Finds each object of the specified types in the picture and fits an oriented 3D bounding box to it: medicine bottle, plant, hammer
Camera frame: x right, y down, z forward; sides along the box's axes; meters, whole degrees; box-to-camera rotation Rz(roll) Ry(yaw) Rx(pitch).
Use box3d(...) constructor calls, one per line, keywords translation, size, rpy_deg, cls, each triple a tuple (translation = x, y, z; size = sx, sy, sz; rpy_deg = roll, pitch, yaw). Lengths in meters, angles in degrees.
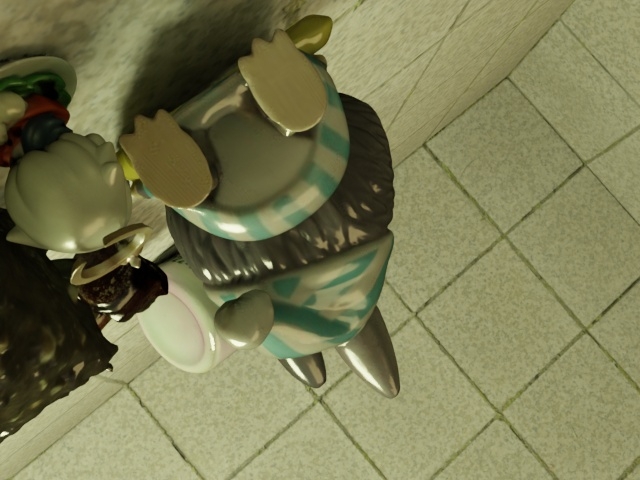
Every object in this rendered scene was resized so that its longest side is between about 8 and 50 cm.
box3d(translation=(-0.159, 0.074, 1.494), size=(0.388, 0.219, 0.219), rpy_deg=(-37, 174, -43), cls="medicine bottle")
box3d(translation=(-0.289, 0.078, 0.625), size=(0.199, 0.188, 0.276), rpy_deg=(-39, 176, -8), cls="plant")
box3d(translation=(-0.376, 0.177, 1.047), size=(0.409, 0.095, 0.242), rpy_deg=(-52, 178, -10), cls="hammer")

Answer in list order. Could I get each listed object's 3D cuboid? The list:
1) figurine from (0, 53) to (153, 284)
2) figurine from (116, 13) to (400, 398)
box3d(translation=(-0.190, -0.038, 0.538), size=(0.132, 0.154, 0.132), rpy_deg=(-40, 175, -4), cls="figurine")
box3d(translation=(0.000, 0.000, 0.725), size=(0.266, 0.378, 0.361), rpy_deg=(-37, -167, 2), cls="figurine")
